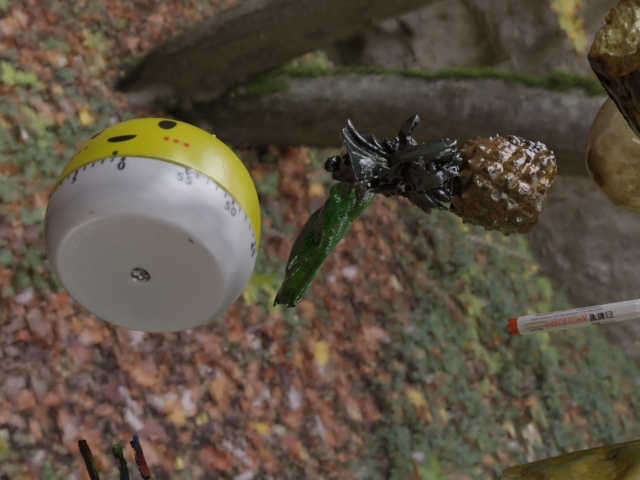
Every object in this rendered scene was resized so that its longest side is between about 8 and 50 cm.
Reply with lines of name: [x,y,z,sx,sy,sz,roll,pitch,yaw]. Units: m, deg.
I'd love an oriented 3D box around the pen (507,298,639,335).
pen: [0.336,0.096,1.490,0.026,0.218,0.026,20,65,-50]

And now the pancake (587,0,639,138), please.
pancake: [0.322,-0.106,0.963,0.212,0.056,0.257,22,-31,32]

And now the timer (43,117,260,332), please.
timer: [-0.197,-0.049,1.476,0.285,0.285,0.285,-19,90,-84]

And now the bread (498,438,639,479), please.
bread: [0.291,0.225,0.974,0.152,0.267,0.130,36,41,-73]

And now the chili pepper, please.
chili pepper: [-0.002,-0.001,1.621,0.061,0.224,0.098,35,21,-9]

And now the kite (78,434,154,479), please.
kite: [-0.184,0.342,1.268,0.015,0.152,0.285,-23,93,-55]

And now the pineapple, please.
pineapple: [0.123,-0.071,1.256,0.111,0.237,0.119,-81,-177,-55]

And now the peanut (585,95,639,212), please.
peanut: [0.363,-0.137,1.218,0.122,0.137,0.253,44,55,-14]
